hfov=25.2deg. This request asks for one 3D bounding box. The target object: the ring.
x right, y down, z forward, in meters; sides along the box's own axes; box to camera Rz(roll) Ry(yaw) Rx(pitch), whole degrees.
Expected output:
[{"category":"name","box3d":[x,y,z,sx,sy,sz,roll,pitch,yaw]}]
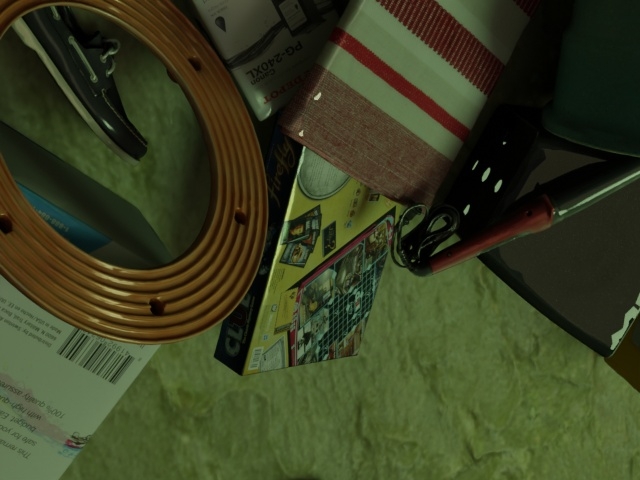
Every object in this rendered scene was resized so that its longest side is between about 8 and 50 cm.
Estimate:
[{"category":"ring","box3d":[-0.170,-0.077,1.101,0.032,0.336,0.336,-25,131,38]}]

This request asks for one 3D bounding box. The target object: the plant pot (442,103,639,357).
[{"category":"plant pot","box3d":[0.226,-0.031,1.374,0.167,0.188,0.187,26,102,-16]}]

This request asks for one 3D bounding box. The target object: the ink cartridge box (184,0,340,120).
[{"category":"ink cartridge box","box3d":[-0.048,-0.196,1.241,0.109,0.063,0.150,-33,121,-6]}]

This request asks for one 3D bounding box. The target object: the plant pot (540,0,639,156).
[{"category":"plant pot","box3d":[0.368,-0.263,1.251,0.341,0.341,0.334,-7,107,-20]}]

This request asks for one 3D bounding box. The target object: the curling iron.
[{"category":"curling iron","box3d":[0.189,-0.036,1.271,0.274,0.035,0.068,-19,100,7]}]

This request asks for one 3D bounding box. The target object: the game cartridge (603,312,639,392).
[{"category":"game cartridge","box3d":[0.420,0.041,1.416,0.053,0.285,0.323,9,109,-24]}]

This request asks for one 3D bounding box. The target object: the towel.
[{"category":"towel","box3d":[0.103,-0.200,1.240,0.237,0.037,0.329,28,90,-56]}]

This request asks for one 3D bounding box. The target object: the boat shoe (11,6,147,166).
[{"category":"boat shoe","box3d":[-0.197,-0.152,1.194,0.065,0.075,0.206,-37,116,-3]}]

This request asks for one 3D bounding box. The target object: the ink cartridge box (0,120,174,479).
[{"category":"ink cartridge box","box3d":[-0.279,0.068,1.187,0.198,0.197,0.270,35,96,-32]}]

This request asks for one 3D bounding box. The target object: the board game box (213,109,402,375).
[{"category":"board game box","box3d":[0.000,0.000,1.328,0.165,0.042,0.243,-4,116,-47]}]
